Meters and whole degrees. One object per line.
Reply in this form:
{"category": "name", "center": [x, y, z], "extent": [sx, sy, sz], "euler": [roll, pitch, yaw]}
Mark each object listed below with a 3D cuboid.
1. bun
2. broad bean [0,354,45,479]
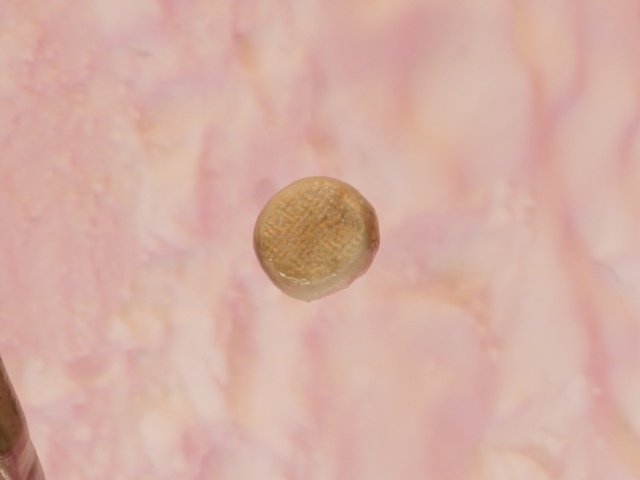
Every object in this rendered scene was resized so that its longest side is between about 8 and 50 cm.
{"category": "bun", "center": [0.000, 0.000, 0.878], "extent": [0.055, 0.086, 0.086], "euler": [50, 51, -67]}
{"category": "broad bean", "center": [-0.144, 0.085, 0.563], "extent": [0.039, 0.069, 0.227], "euler": [-39, 151, -27]}
